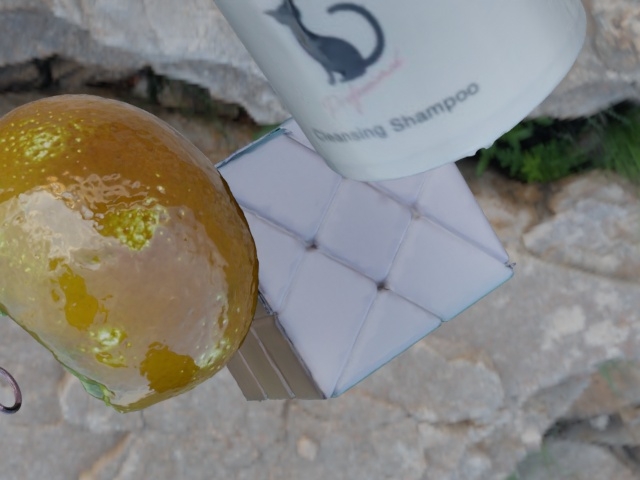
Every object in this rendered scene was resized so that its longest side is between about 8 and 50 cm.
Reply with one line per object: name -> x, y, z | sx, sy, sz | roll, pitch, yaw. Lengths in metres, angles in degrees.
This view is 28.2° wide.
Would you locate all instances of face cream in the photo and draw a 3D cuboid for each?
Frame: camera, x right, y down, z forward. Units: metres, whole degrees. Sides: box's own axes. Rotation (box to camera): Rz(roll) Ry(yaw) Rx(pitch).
face cream -> -0.034, -0.204, 0.518 | 0.145, 0.145, 0.369 | -29, 119, 16

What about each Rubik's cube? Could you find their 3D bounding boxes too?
Rubik's cube -> 0.000, 0.000, 1.175 | 0.231, 0.224, 0.221 | -32, 95, -21

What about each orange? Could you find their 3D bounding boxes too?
orange -> -0.150, -0.003, 0.866 | 0.237, 0.179, 0.158 | 43, 142, 11

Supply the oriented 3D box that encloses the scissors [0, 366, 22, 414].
scissors -> -0.356, 0.099, 1.236 | 0.085, 0.176, 0.022 | -12, 152, -50
